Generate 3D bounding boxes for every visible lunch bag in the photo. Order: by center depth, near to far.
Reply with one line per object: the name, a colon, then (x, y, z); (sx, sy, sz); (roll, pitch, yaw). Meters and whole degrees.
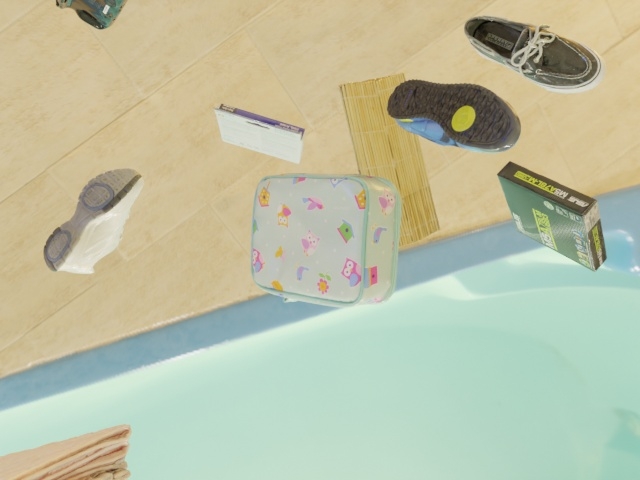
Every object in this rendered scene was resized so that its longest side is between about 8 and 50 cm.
lunch bag: (0.000, 0.000, 0.962); (0.107, 0.279, 0.224); (-5, 98, -44)

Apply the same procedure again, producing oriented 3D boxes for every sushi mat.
sushi mat: (0.131, -0.147, 1.074); (0.151, 0.019, 0.317); (-17, 96, -29)

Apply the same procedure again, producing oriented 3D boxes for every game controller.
game controller: (-0.529, -0.573, 1.308); (0.166, 0.319, 0.067); (23, 82, -28)

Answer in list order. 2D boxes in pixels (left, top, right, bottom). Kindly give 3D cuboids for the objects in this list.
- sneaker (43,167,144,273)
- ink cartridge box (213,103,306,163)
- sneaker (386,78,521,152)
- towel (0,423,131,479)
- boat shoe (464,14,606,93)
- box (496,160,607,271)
sneaker: (-0.511, -0.044, 1.345); (0.297, 0.111, 0.129); (-47, 151, 5)
ink cartridge box: (-0.147, -0.275, 1.443); (0.223, 0.224, 0.045); (17, 79, -1)
sneaker: (0.171, -0.145, 0.700); (0.082, 0.209, 0.069); (24, 97, -37)
towel: (-0.345, 0.223, 0.384); (0.331, 0.317, 0.054); (-20, 83, 19)
boat shoe: (0.444, -0.405, 1.217); (0.105, 0.306, 0.113); (0, 124, -57)
box: (0.427, -0.044, 1.061); (0.045, 0.184, 0.191); (-47, 137, -8)
